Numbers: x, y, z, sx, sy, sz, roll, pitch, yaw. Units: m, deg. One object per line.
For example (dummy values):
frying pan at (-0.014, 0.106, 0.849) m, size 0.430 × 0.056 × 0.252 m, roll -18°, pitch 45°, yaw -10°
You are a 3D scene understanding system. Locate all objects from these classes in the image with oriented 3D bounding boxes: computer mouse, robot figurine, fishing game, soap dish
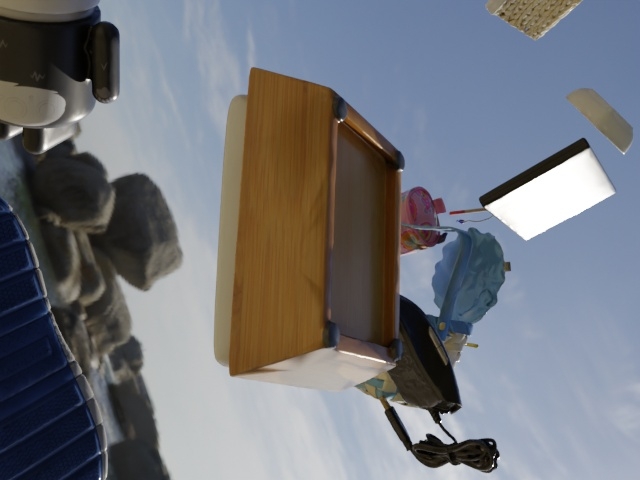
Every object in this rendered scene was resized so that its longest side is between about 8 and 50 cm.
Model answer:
computer mouse at (0.115, 0.168, 0.918) m, size 0.262 × 0.060 × 0.184 m, roll 56°, pitch -28°, yaw 3°
robot figurine at (-0.383, -0.262, 0.989) m, size 0.174 × 0.209 × 0.278 m, roll -119°, pitch -145°, yaw -49°
fishing game at (0.278, 0.066, 1.356) m, size 0.189 × 0.041 × 0.264 m, roll -8°, pitch -110°, yaw 57°
soap dish at (0.000, 0.000, 0.745) m, size 0.229 × 0.118 × 0.291 m, roll 28°, pitch 61°, yaw -60°

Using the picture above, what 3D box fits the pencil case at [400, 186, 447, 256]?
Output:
pencil case at (0.102, -0.018, 1.435) m, size 0.284 × 0.124 × 0.124 m, roll -18°, pitch -90°, yaw 39°

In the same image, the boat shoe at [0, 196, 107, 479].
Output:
boat shoe at (-0.147, 0.066, 0.327) m, size 0.066 × 0.066 × 0.183 m, roll -1°, pitch -77°, yaw 37°

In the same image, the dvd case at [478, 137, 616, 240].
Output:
dvd case at (0.379, -0.075, 1.211) m, size 0.253 × 0.180 × 0.022 m, roll 22°, pitch 41°, yaw -58°

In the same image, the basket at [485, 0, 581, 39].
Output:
basket at (0.344, -0.396, 1.112) m, size 0.103 × 0.113 × 0.167 m, roll 35°, pitch -13°, yaw -5°

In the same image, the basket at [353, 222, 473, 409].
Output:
basket at (0.121, 0.109, 1.205) m, size 0.254 × 0.201 × 0.289 m, roll 14°, pitch -87°, yaw 58°

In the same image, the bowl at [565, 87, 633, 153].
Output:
bowl at (0.597, -0.260, 1.557) m, size 0.053 × 0.142 × 0.142 m, roll -45°, pitch -144°, yaw 22°
